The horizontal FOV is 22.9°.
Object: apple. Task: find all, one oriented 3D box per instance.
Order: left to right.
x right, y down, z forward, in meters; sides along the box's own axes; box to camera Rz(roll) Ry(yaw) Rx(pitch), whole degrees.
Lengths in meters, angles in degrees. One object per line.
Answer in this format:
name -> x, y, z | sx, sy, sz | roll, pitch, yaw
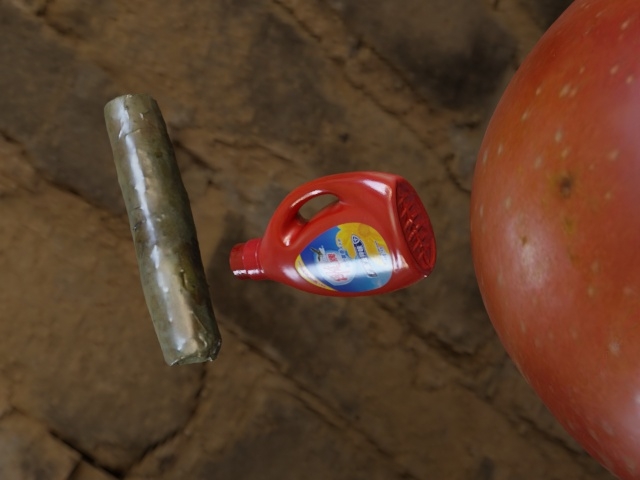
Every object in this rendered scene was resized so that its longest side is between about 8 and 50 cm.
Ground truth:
apple -> 0.193, -0.005, 0.596 | 0.260, 0.260, 0.216 | -2, -45, -42

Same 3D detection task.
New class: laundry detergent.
laundry detergent -> 0.000, 0.000, 1.174 | 0.049, 0.165, 0.097 | -48, -59, -51

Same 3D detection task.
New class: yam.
yam -> -0.166, -0.015, 1.648 | 0.071, 0.317, 0.067 | -11, -23, -14
